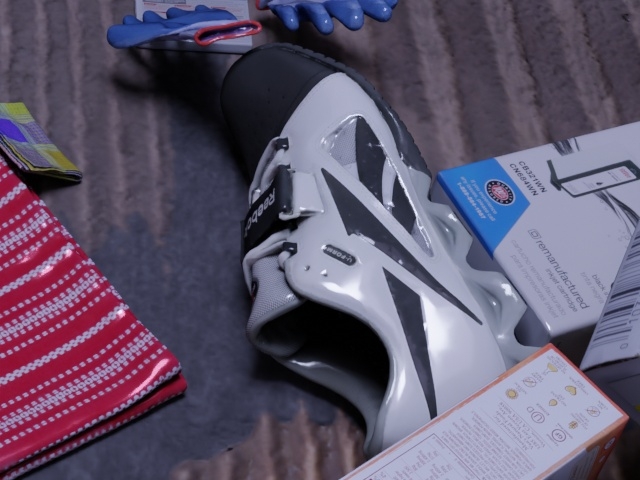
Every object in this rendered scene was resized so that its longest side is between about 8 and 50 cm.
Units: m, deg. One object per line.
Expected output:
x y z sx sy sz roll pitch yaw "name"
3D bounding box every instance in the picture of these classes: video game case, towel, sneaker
-0.100 -0.190 1.288 0.087 0.011 0.122 2 48 -11 "video game case"
-0.237 0.032 1.042 0.199 0.031 0.275 -26 59 -30 "towel"
0.000 0.000 1.063 0.146 0.122 0.330 -18 54 -29 "sneaker"
-0.201 -0.070 1.135 0.083 0.009 0.060 47 21 27 "towel"

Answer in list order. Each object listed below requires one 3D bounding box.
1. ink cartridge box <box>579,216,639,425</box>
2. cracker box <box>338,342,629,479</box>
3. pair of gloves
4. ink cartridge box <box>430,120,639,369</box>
0.326 0.048 1.059 0.307 0.072 0.304 43 54 -23 "ink cartridge box"
0.048 0.171 0.897 0.232 0.156 0.067 -28 60 -32 "cracker box"
-0.050 -0.158 1.193 0.198 0.023 0.159 -14 16 -22 "pair of gloves"
0.188 0.008 1.124 0.203 0.086 0.148 -16 55 -26 "ink cartridge box"
